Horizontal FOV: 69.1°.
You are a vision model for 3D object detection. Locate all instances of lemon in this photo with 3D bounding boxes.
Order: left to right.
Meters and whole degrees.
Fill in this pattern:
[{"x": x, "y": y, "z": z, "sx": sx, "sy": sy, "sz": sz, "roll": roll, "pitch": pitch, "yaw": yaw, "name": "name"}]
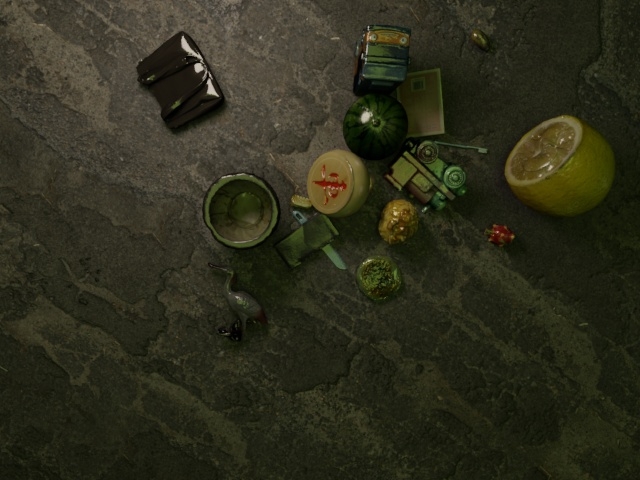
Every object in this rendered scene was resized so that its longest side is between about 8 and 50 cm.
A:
[{"x": 0.890, "y": -0.246, "z": 1.697, "sx": 0.363, "sy": 0.364, "sz": 0.365, "roll": 0, "pitch": 95, "yaw": -3, "name": "lemon"}]

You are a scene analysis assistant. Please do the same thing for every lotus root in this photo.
[{"x": 0.611, "y": -0.759, "z": 1.766, "sx": 0.049, "sy": 0.054, "sz": 0.099, "roll": -41, "pitch": 95, "yaw": 22, "name": "lotus root"}]

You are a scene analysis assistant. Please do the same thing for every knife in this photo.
[{"x": 0.000, "y": 0.000, "z": 1.822, "sx": 0.044, "sy": 0.019, "sz": 0.313, "roll": -40, "pitch": 98, "yaw": 0, "name": "knife"}]

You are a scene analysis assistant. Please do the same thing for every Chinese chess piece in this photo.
[{"x": 0.062, "y": -0.206, "z": 1.699, "sx": 0.250, "sy": 0.097, "sz": 0.251, "roll": 2, "pitch": 93, "yaw": 41, "name": "Chinese chess piece"}]

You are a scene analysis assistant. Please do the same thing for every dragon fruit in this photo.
[{"x": 0.700, "y": -0.024, "z": 1.823, "sx": 0.116, "sy": 0.081, "sz": 0.086, "roll": 26, "pitch": 104, "yaw": -6, "name": "dragon fruit"}]

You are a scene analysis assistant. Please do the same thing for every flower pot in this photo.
[{"x": -0.274, "y": -0.107, "z": 1.671, "sx": 0.266, "sy": 0.267, "sz": 0.267, "roll": 0, "pitch": 94, "yaw": -4, "name": "flower pot"}]

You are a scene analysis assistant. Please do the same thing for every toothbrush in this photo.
[{"x": 0.547, "y": -0.367, "z": 1.817, "sx": 0.219, "sy": 0.016, "sz": 0.019, "roll": 9, "pitch": 103, "yaw": -5, "name": "toothbrush"}]

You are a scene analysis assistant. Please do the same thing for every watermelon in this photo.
[{"x": 0.198, "y": -0.409, "z": 1.680, "sx": 0.242, "sy": 0.242, "sz": 0.243, "roll": 0, "pitch": 95, "yaw": -3, "name": "watermelon"}]

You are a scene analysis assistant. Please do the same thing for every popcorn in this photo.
[{"x": 0.293, "y": -0.066, "z": 1.758, "sx": 0.180, "sy": 0.180, "sz": 0.170, "roll": -40, "pitch": 60, "yaw": 1, "name": "popcorn"}]

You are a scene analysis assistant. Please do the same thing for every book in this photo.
[{"x": 0.379, "y": -0.517, "z": 1.767, "sx": 0.170, "sy": 0.018, "sz": 0.242, "roll": -3, "pitch": 96, "yaw": 18, "name": "book"}]

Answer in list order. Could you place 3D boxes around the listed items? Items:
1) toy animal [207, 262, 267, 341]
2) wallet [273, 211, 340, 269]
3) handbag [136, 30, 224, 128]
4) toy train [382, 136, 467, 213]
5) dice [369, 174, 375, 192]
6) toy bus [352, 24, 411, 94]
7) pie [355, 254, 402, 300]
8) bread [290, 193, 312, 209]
[{"x": -0.315, "y": 0.236, "z": 1.786, "sx": 0.195, "sy": 0.090, "sz": 0.325, "roll": -7, "pitch": 97, "yaw": -2, "name": "toy animal"}, {"x": -0.054, "y": -0.001, "z": 1.798, "sx": 0.244, "sy": 0.025, "sz": 0.124, "roll": -36, "pitch": 99, "yaw": 9, "name": "wallet"}, {"x": -0.517, "y": -0.577, "z": 1.699, "sx": 0.256, "sy": 0.113, "sz": 0.286, "roll": -29, "pitch": 96, "yaw": 7, "name": "handbag"}, {"x": 0.402, "y": -0.242, "z": 1.765, "sx": 0.304, "sy": 0.150, "sz": 0.221, "roll": 40, "pitch": 102, "yaw": -7, "name": "toy train"}, {"x": 0.149, "y": -0.215, "z": 1.770, "sx": 0.094, "sy": 0.091, "sz": 0.093, "roll": 28, "pitch": 93, "yaw": -4, "name": "dice"}, {"x": 0.204, "y": -0.618, "z": 1.624, "sx": 0.161, "sy": 0.323, "sz": 0.194, "roll": 4, "pitch": 98, "yaw": -4, "name": "toy bus"}, {"x": 0.231, "y": 0.147, "z": 1.832, "sx": 0.186, "sy": 0.041, "sz": 0.187, "roll": 0, "pitch": 95, "yaw": -4, "name": "pie"}, {"x": -0.073, "y": -0.147, "z": 1.794, "sx": 0.087, "sy": 0.033, "sz": 0.049, "roll": 11, "pitch": 80, "yaw": -8, "name": "bread"}]
